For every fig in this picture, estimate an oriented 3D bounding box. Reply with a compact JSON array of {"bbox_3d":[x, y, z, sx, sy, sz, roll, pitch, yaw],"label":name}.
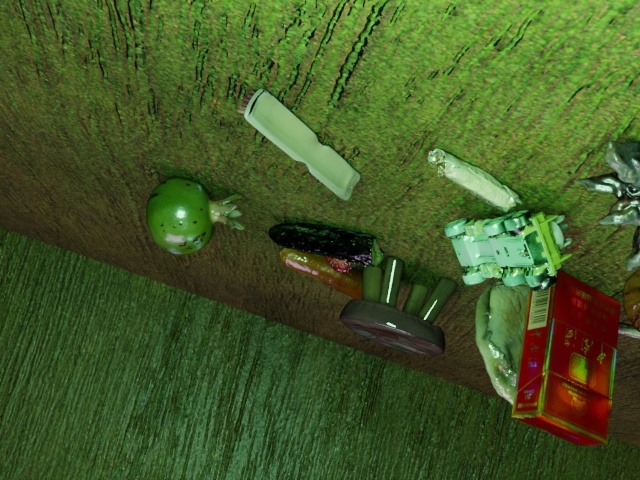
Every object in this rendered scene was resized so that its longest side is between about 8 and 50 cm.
[{"bbox_3d":[0.615,0.091,1.531,0.146,0.133,0.201,8,156,5],"label":"fig"}]

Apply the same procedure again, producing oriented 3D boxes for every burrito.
[{"bbox_3d":[0.254,-0.098,1.447,0.185,0.041,0.045,28,122,-29],"label":"burrito"}]

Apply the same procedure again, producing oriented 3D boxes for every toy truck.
[{"bbox_3d":[0.338,0.005,1.542,0.259,0.135,0.128,-8,106,62],"label":"toy truck"}]

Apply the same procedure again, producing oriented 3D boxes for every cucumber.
[{"bbox_3d":[0.000,0.000,2.049,0.303,0.072,0.081,11,164,28],"label":"cucumber"}]

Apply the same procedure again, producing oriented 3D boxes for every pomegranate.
[{"bbox_3d":[-0.291,-0.059,2.044,0.224,0.181,0.181,-5,163,3],"label":"pomegranate"}]

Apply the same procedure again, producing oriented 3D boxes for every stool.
[{"bbox_3d":[0.198,0.166,2.196,0.272,0.178,0.272,18,166,5],"label":"stool"}]

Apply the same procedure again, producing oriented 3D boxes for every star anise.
[{"bbox_3d":[0.490,-0.049,1.192,0.283,0.129,0.212,21,149,-25],"label":"star anise"}]

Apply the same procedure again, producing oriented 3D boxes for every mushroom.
[{"bbox_3d":[0.703,0.201,1.994,0.306,0.043,0.068,10,-172,26],"label":"mushroom"}]

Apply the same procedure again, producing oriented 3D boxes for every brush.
[{"bbox_3d":[-0.033,-0.163,1.531,0.050,0.060,0.321,23,171,41],"label":"brush"}]

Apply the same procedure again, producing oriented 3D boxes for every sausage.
[{"bbox_3d":[0.026,0.084,2.313,0.302,0.076,0.103,28,162,-33],"label":"sausage"}]

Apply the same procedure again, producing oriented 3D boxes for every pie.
[{"bbox_3d":[0.453,0.223,1.905,0.337,0.337,0.075,26,138,-27],"label":"pie"}]

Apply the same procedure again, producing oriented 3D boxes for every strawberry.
[{"bbox_3d":[0.050,0.034,2.115,0.096,0.083,0.083,15,167,43],"label":"strawberry"}]

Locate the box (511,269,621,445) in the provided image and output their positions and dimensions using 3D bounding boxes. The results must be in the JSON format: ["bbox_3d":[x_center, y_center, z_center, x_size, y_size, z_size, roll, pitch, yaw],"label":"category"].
[{"bbox_3d":[0.509,0.241,1.806,0.197,0.313,0.089,26,154,-27],"label":"box"}]
